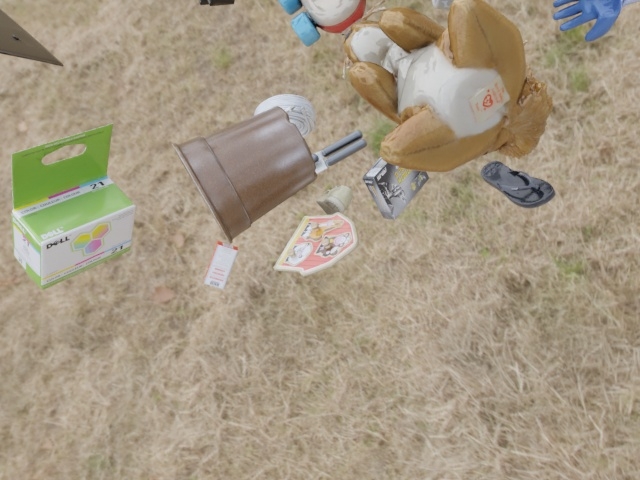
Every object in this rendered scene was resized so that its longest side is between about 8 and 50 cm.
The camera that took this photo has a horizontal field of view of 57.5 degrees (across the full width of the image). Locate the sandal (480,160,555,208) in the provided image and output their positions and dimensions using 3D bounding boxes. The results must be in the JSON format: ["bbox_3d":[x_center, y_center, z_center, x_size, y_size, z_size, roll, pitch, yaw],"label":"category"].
[{"bbox_3d":[0.555,-0.166,1.679,0.097,0.054,0.254,-47,41,-5],"label":"sandal"}]

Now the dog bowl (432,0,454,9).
[{"bbox_3d":[0.411,-0.908,1.862,0.102,0.348,0.348,-4,61,5],"label":"dog bowl"}]

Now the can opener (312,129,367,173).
[{"bbox_3d":[0.033,-0.308,2.111,0.280,0.093,0.074,-26,80,8],"label":"can opener"}]

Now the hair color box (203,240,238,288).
[{"bbox_3d":[-0.321,0.079,1.880,0.043,0.072,0.141,-119,50,-70],"label":"hair color box"}]

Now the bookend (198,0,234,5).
[{"bbox_3d":[-0.253,-0.598,1.362,0.072,0.157,0.156,-14,73,-21],"label":"bookend"}]

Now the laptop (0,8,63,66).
[{"bbox_3d":[-0.785,-0.392,1.057,0.408,0.382,0.236,-14,96,13],"label":"laptop"}]

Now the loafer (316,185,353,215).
[{"bbox_3d":[0.058,-0.135,2.027,0.092,0.102,0.268,-43,10,-7],"label":"loafer"}]

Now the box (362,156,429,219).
[{"bbox_3d":[0.260,-0.213,1.987,0.056,0.183,0.231,8,48,49],"label":"box"}]

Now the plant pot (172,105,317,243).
[{"bbox_3d":[-0.105,-0.107,0.862,0.165,0.167,0.167,-31,53,-9],"label":"plant pot"}]

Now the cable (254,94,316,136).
[{"bbox_3d":[-0.146,-0.489,2.350,0.257,0.257,0.089,-10,73,18],"label":"cable"}]

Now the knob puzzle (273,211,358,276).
[{"bbox_3d":[0.000,0.000,1.326,0.213,0.030,0.213,-20,37,16],"label":"knob puzzle"}]

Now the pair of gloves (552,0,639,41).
[{"bbox_3d":[0.373,-0.376,0.793,0.023,0.198,0.159,-24,15,-21],"label":"pair of gloves"}]

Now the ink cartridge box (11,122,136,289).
[{"bbox_3d":[-0.428,-0.057,1.022,0.097,0.255,0.189,44,47,17],"label":"ink cartridge box"}]

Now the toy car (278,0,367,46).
[{"bbox_3d":[0.054,-0.548,1.389,0.219,0.238,0.210,-32,65,16],"label":"toy car"}]

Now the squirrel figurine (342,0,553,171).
[{"bbox_3d":[0.228,-0.304,1.122,0.370,0.397,0.281,48,124,53],"label":"squirrel figurine"}]
